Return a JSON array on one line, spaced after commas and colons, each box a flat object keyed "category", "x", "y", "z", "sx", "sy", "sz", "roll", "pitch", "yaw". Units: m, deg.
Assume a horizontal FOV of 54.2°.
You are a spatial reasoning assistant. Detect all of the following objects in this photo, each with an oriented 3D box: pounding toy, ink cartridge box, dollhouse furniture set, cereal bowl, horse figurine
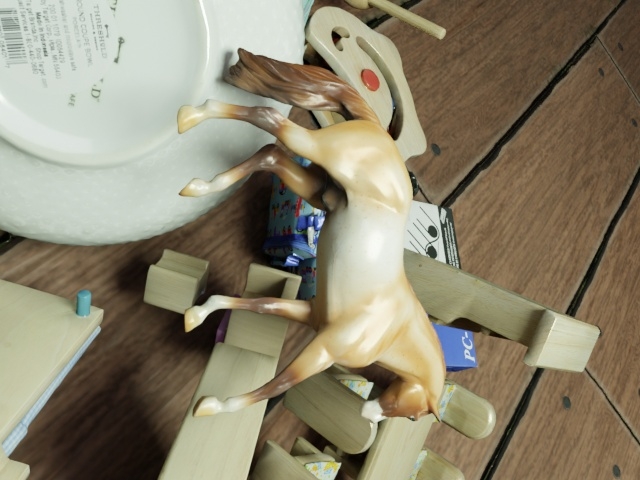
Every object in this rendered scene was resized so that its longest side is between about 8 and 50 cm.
[{"category": "pounding toy", "x": 0.052, "y": -0.207, "z": 0.746, "sx": 0.154, "sy": 0.155, "sz": 0.269, "roll": -4, "pitch": 74, "yaw": -43}, {"category": "ink cartridge box", "x": 0.129, "y": 0.055, "z": 0.769, "sx": 0.097, "sy": 0.046, "sz": 0.207, "roll": 9, "pitch": 67, "yaw": -33}, {"category": "dollhouse furniture set", "x": -0.199, "y": 0.136, "z": 0.470, "sx": 0.304, "sy": 0.198, "sz": 0.286, "roll": 16, "pitch": 27, "yaw": -1}, {"category": "cereal bowl", "x": -0.164, "y": -0.146, "z": 0.443, "sx": 0.339, "sy": 0.141, "sz": 0.338, "roll": -7, "pitch": 113, "yaw": -16}, {"category": "dollhouse furniture set", "x": 0.101, "y": 0.148, "z": 0.540, "sx": 0.212, "sy": 0.161, "sz": 0.242, "roll": 18, "pitch": 95, "yaw": -49}, {"category": "horse figurine", "x": 0.000, "y": 0.000, "z": 0.399, "sx": 0.175, "sy": 0.066, "sz": 0.263, "roll": -3, "pitch": 89, "yaw": -15}]

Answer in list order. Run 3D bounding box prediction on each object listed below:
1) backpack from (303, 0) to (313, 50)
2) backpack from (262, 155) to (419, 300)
[{"category": "backpack", "x": -0.120, "y": -0.239, "z": 0.618, "sx": 0.225, "sy": 0.191, "sz": 0.253, "roll": 34, "pitch": 59, "yaw": -24}, {"category": "backpack", "x": 0.009, "y": 0.009, "z": 0.632, "sx": 0.117, "sy": 0.158, "sz": 0.173, "roll": 8, "pitch": 91, "yaw": -20}]
